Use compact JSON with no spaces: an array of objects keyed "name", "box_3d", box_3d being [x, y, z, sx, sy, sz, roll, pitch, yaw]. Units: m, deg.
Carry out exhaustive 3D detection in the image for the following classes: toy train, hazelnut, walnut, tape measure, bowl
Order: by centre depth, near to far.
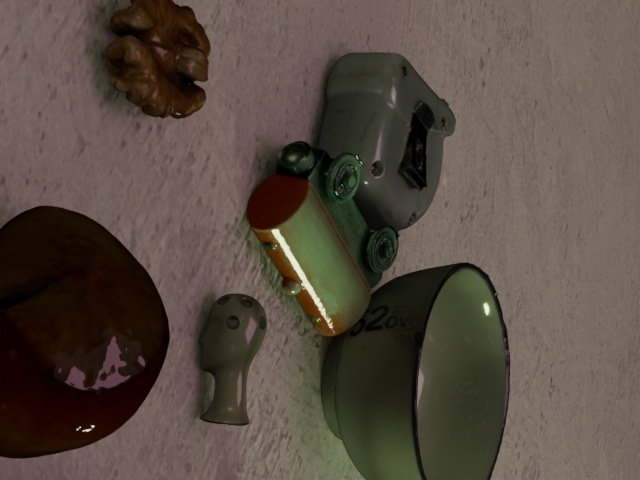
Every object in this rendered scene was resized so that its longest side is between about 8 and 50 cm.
[{"name":"hazelnut","box_3d":[-0.254,0.091,1.519,0.217,0.217,0.251,60,18,-46]},{"name":"walnut","box_3d":[-0.183,-0.202,1.762,0.170,0.069,0.143,27,66,-62]},{"name":"toy train","box_3d":[0.000,0.000,2.096,0.177,0.116,0.285,-58,143,-25]},{"name":"tape measure","box_3d":[0.099,-0.137,2.246,0.243,0.125,0.246,38,58,-57]},{"name":"bowl","box_3d":[0.121,0.204,2.246,0.354,0.185,0.354,-8,99,-62]}]

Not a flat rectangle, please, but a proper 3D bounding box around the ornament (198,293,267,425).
[{"name":"ornament","box_3d":[-0.109,0.141,1.927,0.075,0.081,0.156,171,-75,-84]}]
